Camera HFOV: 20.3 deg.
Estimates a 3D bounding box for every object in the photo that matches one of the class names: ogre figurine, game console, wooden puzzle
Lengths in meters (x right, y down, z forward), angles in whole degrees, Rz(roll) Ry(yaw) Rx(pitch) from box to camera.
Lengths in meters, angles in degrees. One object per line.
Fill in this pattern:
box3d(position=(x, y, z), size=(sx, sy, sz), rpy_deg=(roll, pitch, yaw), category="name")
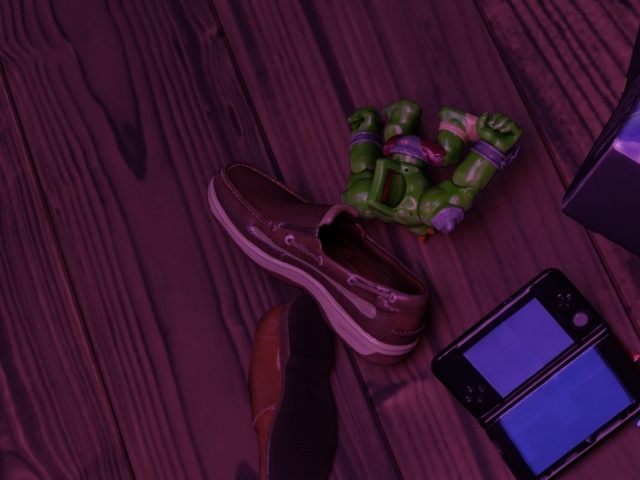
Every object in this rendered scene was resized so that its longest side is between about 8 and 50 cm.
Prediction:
box3d(position=(0.087, -0.067, 1.648), size=(0.197, 0.097, 0.118), rpy_deg=(16, 73, 26), category="ogre figurine")
box3d(position=(0.189, 0.119, 1.534), size=(0.144, 0.124, 0.085), rpy_deg=(-39, 25, 9), category="game console")
box3d(position=(0.271, 0.126, 1.539), size=(0.083, 0.006, 0.049), rpy_deg=(40, 92, 31), category="wooden puzzle")

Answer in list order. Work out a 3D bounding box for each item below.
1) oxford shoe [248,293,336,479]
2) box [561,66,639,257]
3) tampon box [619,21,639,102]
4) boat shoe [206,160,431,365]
box3d(position=(-0.034, 0.160, 1.649), size=(0.076, 0.076, 0.212), rpy_deg=(-20, 57, 44), category="oxford shoe")
box3d(position=(0.416, -0.131, 1.358), size=(0.293, 0.212, 0.395), rpy_deg=(31, 79, 4), category="box")
box3d(position=(0.331, -0.143, 1.541), size=(0.101, 0.120, 0.161), rpy_deg=(10, 76, 27), category="tampon box")
box3d(position=(0.005, -0.002, 1.646), size=(0.257, 0.095, 0.095), rpy_deg=(40, 128, 19), category="boat shoe")
